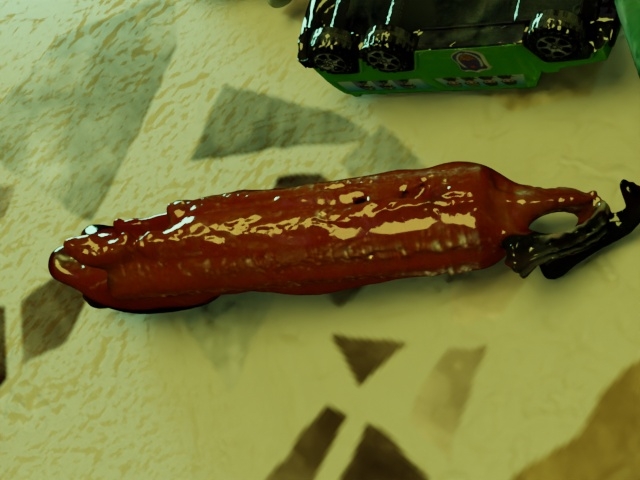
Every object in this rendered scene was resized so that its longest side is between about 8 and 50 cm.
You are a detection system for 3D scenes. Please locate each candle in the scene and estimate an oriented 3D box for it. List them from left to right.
[{"bbox_3d":[0.000,0.000,0.526,0.301,0.084,0.059,-6,93,21],"label":"candle"}]

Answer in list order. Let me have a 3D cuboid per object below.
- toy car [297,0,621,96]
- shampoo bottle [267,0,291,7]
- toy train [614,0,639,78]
[{"bbox_3d":[0.070,-0.109,0.540,0.165,0.062,0.071,2,67,32],"label":"toy car"},{"bbox_3d":[-0.061,-0.183,0.665,0.077,0.045,0.152,-54,56,19],"label":"shampoo bottle"},{"bbox_3d":[0.190,-0.067,0.343,0.145,0.202,0.266,-9,58,4],"label":"toy train"}]
